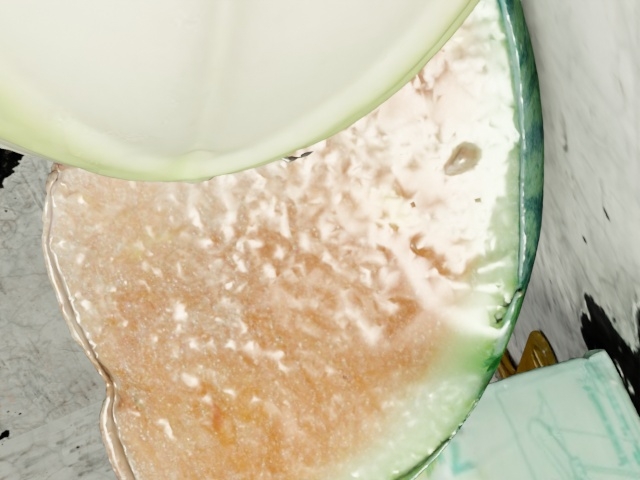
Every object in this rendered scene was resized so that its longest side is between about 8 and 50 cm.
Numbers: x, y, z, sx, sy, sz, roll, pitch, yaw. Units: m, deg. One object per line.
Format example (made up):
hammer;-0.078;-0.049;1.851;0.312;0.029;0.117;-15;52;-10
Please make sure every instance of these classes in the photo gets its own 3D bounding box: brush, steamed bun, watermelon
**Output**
brush;0.170;0.118;1.156;0.272;0.013;0.103;81;165;-73
steamed bun;-0.056;-0.194;0.491;0.309;0.309;0.309;157;90;-87
watermelon;0.031;-0.011;0.741;0.222;0.319;0.292;-3;118;47

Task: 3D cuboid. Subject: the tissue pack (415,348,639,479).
tissue pack;0.154;0.301;0.879;0.388;0.162;0.287;67;157;20
